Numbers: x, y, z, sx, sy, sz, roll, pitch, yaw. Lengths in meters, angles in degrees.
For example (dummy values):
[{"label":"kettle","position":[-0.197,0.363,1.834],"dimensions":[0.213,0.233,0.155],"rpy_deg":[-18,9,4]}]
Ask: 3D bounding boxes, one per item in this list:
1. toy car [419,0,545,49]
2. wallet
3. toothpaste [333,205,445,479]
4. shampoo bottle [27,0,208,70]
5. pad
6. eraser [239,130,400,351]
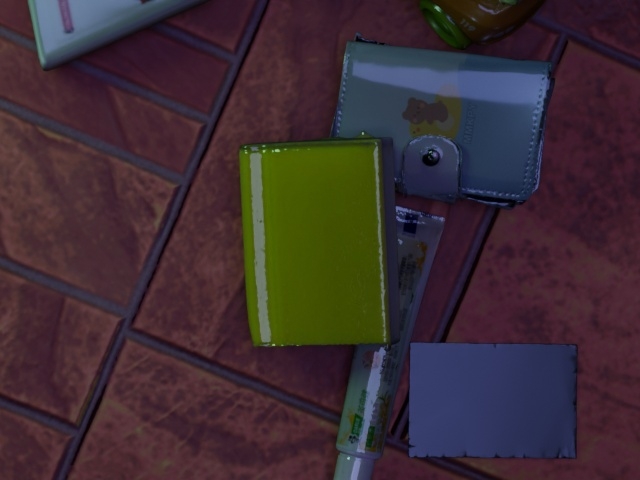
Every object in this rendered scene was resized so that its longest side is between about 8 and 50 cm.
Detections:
[{"label":"toy car","position":[0.150,-0.316,1.501],"dimensions":[0.145,0.235,0.235],"rpy_deg":[-43,95,-4]},{"label":"wallet","position":[0.128,-0.125,1.576],"dimensions":[0.231,0.069,0.170],"rpy_deg":[8,100,4]},{"label":"toothpaste","position":[0.064,0.118,1.582],"dimensions":[0.058,0.056,0.314],"rpy_deg":[19,82,-51]},{"label":"shampoo bottle","position":[-0.168,-0.281,1.540],"dimensions":[0.284,0.071,0.153],"rpy_deg":[-13,94,-4]},{"label":"pad","position":[0.191,0.176,1.618],"dimensions":[0.190,0.004,0.127],"rpy_deg":[1,90,-6]},{"label":"eraser","position":[0.000,0.000,1.537],"dimensions":[0.158,0.069,0.226],"rpy_deg":[-1,94,19]}]
